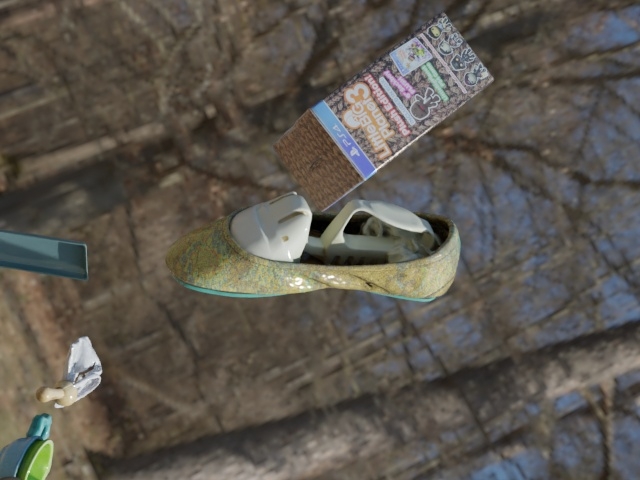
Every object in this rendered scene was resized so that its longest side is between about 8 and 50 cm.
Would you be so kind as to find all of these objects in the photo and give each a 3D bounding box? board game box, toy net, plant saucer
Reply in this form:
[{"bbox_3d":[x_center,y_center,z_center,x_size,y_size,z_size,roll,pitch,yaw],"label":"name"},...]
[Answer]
[{"bbox_3d":[0.098,-0.206,2.192,0.141,0.291,0.232,52,-19,-1],"label":"board game box"},{"bbox_3d":[-0.287,0.203,1.463,0.045,0.232,0.122,17,-49,9],"label":"toy net"},{"bbox_3d":[-0.438,0.015,2.008,0.192,0.018,0.067,9,-55,8],"label":"plant saucer"}]

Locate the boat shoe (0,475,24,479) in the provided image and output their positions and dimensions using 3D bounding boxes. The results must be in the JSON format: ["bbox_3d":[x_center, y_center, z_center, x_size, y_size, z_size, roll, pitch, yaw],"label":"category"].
[{"bbox_3d":[-0.250,0.298,1.254,0.178,0.064,0.060,44,-59,-1],"label":"boat shoe"}]

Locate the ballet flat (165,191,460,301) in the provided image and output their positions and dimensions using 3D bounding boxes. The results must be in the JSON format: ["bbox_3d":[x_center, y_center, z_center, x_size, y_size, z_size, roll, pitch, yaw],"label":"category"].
[{"bbox_3d":[0.000,0.000,1.541,0.123,0.349,0.123,-176,-90,-72],"label":"ballet flat"}]
